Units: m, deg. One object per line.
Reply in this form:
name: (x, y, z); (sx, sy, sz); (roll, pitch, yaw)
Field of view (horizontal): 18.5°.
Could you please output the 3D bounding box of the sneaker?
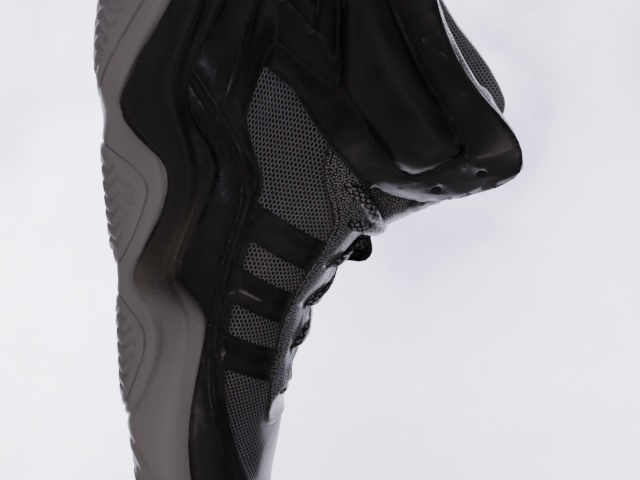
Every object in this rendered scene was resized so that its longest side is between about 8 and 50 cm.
sneaker: (0.000, 0.000, 0.735); (0.153, 0.101, 0.268); (-3, -69, 0)
